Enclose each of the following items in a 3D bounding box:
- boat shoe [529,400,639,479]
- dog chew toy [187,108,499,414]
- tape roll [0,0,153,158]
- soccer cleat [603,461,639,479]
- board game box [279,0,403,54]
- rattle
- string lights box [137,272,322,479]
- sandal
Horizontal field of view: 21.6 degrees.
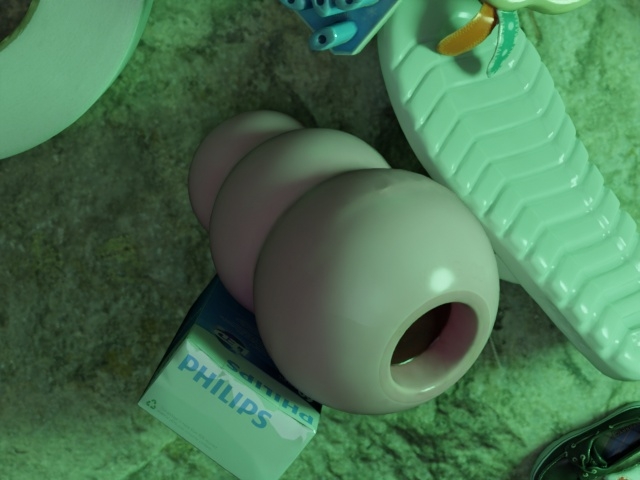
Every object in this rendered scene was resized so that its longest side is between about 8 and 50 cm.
[{"bbox_3d":[0.257,0.199,1.582,0.142,0.040,0.049,-36,99,13],"label":"boat shoe"},{"bbox_3d":[0.000,0.000,1.435,0.207,0.332,0.206,-22,133,-26],"label":"dog chew toy"},{"bbox_3d":[-0.341,-0.259,1.495,0.392,0.072,0.392,1,107,5],"label":"tape roll"},{"bbox_3d":[0.308,0.218,1.590,0.083,0.029,0.035,0,92,-2],"label":"soccer cleat"},{"bbox_3d":[-0.002,-0.409,1.331,0.390,0.050,0.390,49,122,10],"label":"board game box"},{"bbox_3d":[0.195,-0.230,1.396,0.199,0.143,0.130,-47,121,-20],"label":"rattle"},{"bbox_3d":[-0.064,0.110,1.475,0.133,0.259,0.076,37,105,-4],"label":"string lights box"},{"bbox_3d":[0.165,-0.042,1.491,0.416,0.169,0.102,57,144,-4],"label":"sandal"}]
